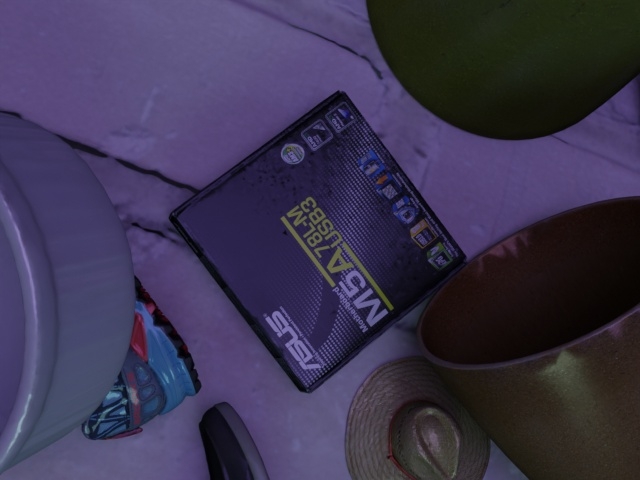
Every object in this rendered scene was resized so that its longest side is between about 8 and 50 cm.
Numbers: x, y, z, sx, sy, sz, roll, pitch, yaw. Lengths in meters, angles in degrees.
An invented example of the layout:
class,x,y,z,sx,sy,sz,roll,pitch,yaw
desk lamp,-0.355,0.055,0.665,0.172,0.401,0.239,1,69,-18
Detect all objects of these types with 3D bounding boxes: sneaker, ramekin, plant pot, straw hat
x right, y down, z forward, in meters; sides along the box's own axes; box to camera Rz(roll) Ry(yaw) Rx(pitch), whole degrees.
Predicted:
class,x,y,z,sx,sy,sz,roll,pitch,yaw
sneaker,-0.091,0.246,0.801,0.118,0.083,0.222,-13,89,-14
sneaker,-0.208,0.041,0.783,0.125,0.104,0.262,-36,93,-12
ramekin,-0.262,0.036,0.695,0.277,0.135,0.277,3,97,23
plant pot,0.240,0.131,0.839,0.237,0.237,0.254,-35,108,-14
straw hat,0.091,0.171,0.864,0.144,0.061,0.144,2,84,-14
plant pot,0.207,-0.242,0.813,0.275,0.293,0.274,1,85,-14

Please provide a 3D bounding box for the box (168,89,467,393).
class,x,y,z,sx,sy,sz,roll,pitch,yaw
box,0.000,0.000,0.867,0.184,0.045,0.190,-37,93,-17
